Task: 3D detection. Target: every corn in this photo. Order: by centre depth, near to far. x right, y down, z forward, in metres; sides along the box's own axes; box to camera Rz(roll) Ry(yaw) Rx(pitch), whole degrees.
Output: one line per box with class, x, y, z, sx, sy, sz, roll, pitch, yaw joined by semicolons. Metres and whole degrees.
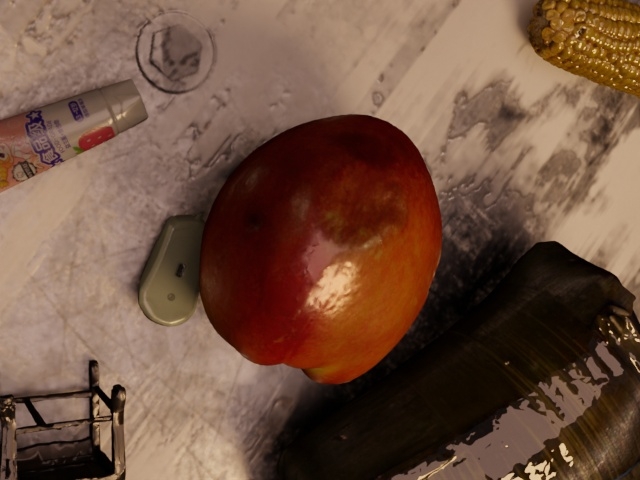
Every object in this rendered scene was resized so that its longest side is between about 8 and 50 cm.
corn;0.348;-0.201;0.984;0.293;0.106;0.106;8;94;-23

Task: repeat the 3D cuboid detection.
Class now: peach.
peach;0.000;0.000;0.784;0.200;0.243;0.243;20;88;17

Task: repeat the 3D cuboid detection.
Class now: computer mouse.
computer mouse;-0.132;0.024;0.832;0.056;0.032;0.110;26;76;-26

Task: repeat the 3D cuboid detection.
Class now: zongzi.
zongzi;0.191;0.276;0.939;0.403;0.208;0.432;-34;121;-11

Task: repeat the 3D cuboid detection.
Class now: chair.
chair;-0.220;0.226;0.777;0.113;0.106;0.229;-4;98;-25

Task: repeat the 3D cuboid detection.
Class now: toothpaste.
toothpaste;-0.243;-0.083;0.765;0.195;0.043;0.067;-26;110;-14
